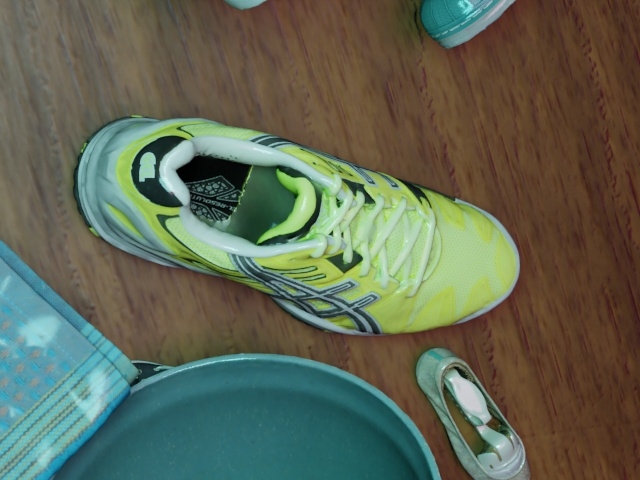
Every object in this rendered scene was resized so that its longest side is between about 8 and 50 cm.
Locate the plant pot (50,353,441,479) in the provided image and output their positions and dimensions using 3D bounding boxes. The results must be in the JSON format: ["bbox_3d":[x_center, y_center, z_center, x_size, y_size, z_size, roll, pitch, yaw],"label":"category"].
[{"bbox_3d":[-0.053,0.259,1.102,0.293,0.293,0.196,-25,138,-19],"label":"plant pot"}]

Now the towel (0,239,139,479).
[{"bbox_3d":[-0.336,0.123,0.987,0.271,0.040,0.370,44,60,2],"label":"towel"}]

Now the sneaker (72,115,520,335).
[{"bbox_3d":[0.000,0.000,1.160,0.385,0.147,0.145,12,88,-24],"label":"sneaker"}]

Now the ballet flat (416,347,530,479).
[{"bbox_3d":[0.139,0.166,1.281,0.057,0.052,0.168,-42,108,-15],"label":"ballet flat"}]

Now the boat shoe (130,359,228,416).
[{"bbox_3d":[-0.127,0.123,1.173,0.125,0.038,0.046,6,92,-23],"label":"boat shoe"}]

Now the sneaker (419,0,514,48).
[{"bbox_3d":[0.145,-0.305,1.225,0.121,0.108,0.302,35,72,-20],"label":"sneaker"}]

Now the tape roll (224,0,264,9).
[{"bbox_3d":[-0.019,-0.310,1.053,0.100,0.286,0.286,34,81,-21],"label":"tape roll"}]
